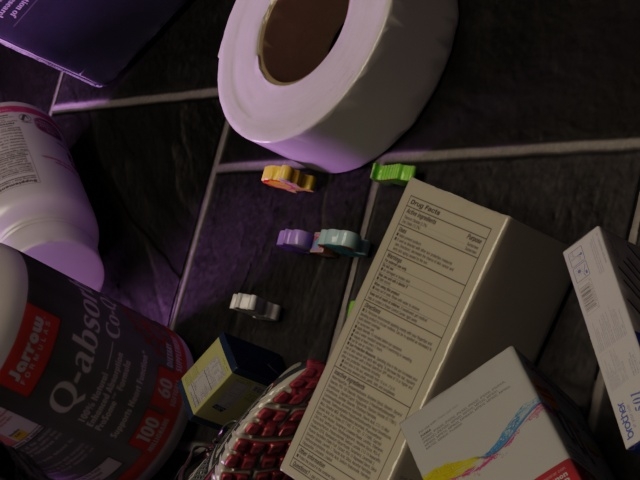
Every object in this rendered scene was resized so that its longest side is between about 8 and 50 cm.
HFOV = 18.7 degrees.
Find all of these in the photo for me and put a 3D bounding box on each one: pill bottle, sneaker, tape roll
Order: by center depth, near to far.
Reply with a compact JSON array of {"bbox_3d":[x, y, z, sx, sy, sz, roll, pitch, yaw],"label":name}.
[{"bbox_3d":[-0.087,0.234,1.972,0.299,0.121,0.112,-53,37,18],"label":"sneaker"},{"bbox_3d":[0.015,-0.219,2.109,0.286,0.100,0.286,-26,53,40],"label":"tape roll"},{"bbox_3d":[-0.331,0.126,2.111,0.210,0.363,0.210,-30,45,35],"label":"pill bottle"},{"bbox_3d":[-0.367,-0.033,2.423,0.160,0.160,0.283,-50,40,20],"label":"pill bottle"}]

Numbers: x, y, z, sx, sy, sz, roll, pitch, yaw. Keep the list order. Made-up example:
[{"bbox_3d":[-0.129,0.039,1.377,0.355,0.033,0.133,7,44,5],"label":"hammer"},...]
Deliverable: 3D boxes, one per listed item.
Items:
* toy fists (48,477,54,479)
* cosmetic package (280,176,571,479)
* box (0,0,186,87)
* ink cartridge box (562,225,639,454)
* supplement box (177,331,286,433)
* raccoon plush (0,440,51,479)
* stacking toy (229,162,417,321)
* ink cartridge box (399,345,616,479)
[{"bbox_3d":[-0.399,0.328,2.321,0.279,0.096,0.142,-47,39,26],"label":"toy fists"},{"bbox_3d":[0.101,0.114,1.814,0.160,0.113,0.309,27,92,53],"label":"cosmetic package"},{"bbox_3d":[-0.411,-0.520,2.480,0.297,0.472,0.480,-41,43,28],"label":"box"},{"bbox_3d":[0.274,0.092,1.628,0.046,0.097,0.207,-40,44,30],"label":"ink cartridge box"},{"bbox_3d":[-0.090,0.154,2.047,0.083,0.083,0.056,-48,40,22],"label":"supplement box"},{"bbox_3d":[-0.319,0.403,1.858,0.299,0.446,0.216,-45,-5,1],"label":"raccoon plush"},{"bbox_3d":[0.000,0.000,2.048,0.221,0.052,0.167,-1,70,50],"label":"stacking toy"},{"bbox_3d":[0.171,0.207,1.646,0.127,0.128,0.176,-37,44,13],"label":"ink cartridge box"}]
